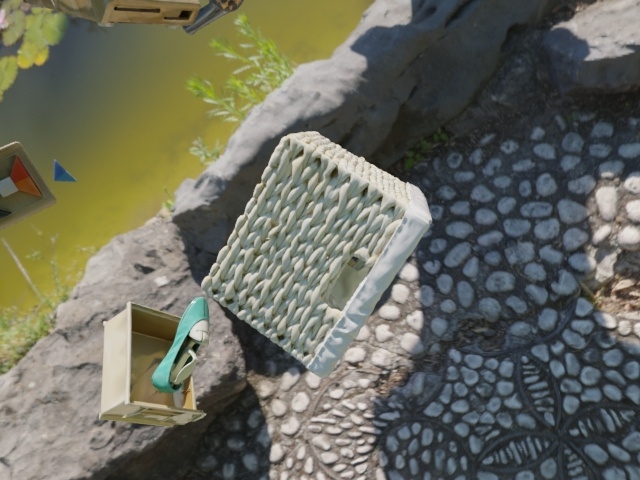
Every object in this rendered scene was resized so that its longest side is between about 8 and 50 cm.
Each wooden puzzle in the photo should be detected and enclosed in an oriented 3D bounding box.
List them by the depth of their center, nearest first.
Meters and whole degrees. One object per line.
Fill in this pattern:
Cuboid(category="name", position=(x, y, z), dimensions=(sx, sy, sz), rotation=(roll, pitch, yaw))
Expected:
Cuboid(category="wooden puzzle", position=(-0.312, -0.051, 0.515), dimensions=(0.116, 0.078, 0.014), rotation=(-38, 34, -16))

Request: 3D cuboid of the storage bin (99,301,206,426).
Cuboid(category="storage bin", position=(-0.427, 0.332, 1.359), dimensions=(0.123, 0.260, 0.262), rotation=(-31, 53, 25))

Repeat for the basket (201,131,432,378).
Cuboid(category="basket", position=(0.000, 0.000, 0.944), dimensions=(0.267, 0.331, 0.328), rotation=(31, 105, -2))

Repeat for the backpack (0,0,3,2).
Cuboid(category="backpack", position=(-0.580, -0.467, 0.870), dimensions=(0.166, 0.144, 0.188), rotation=(-20, 39, 7))

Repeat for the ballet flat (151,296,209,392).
Cuboid(category="ballet flat", position=(-0.323, 0.264, 1.288), dimensions=(0.087, 0.083, 0.247), rotation=(18, 75, 30))

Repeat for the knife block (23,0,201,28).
Cuboid(category="knife block", position=(-0.222, -0.337, 0.476), dimensions=(0.276, 0.088, 0.241), rotation=(29, 125, 38))

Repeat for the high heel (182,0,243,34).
Cuboid(category="high heel", position=(-0.262, -0.583, 1.065), dimensions=(0.186, 0.093, 0.261), rotation=(-16, 112, 31))
